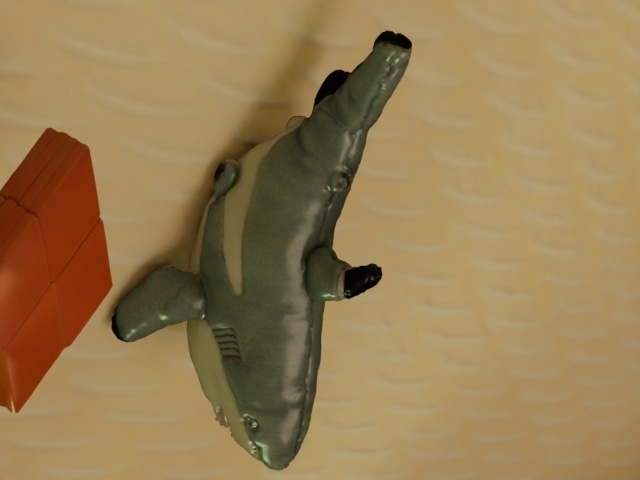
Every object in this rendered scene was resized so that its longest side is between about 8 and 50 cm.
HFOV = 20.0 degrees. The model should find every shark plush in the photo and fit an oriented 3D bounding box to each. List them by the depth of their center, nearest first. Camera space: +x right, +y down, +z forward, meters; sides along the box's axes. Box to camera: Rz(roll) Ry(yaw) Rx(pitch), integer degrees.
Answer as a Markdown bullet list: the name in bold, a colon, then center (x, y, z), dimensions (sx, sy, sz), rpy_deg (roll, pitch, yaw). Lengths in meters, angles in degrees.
- **shark plush**: center (0.000, 0.000, 0.614), dimensions (0.073, 0.067, 0.161), rpy_deg (3, 127, -52)

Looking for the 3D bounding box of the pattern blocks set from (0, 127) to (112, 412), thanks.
- **pattern blocks set**: center (-0.157, 0.009, 0.386), dimensions (0.285, 0.026, 0.325), rpy_deg (17, 96, -53)
